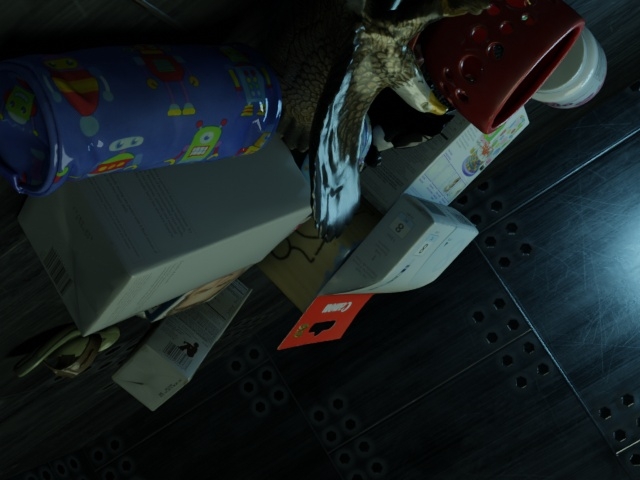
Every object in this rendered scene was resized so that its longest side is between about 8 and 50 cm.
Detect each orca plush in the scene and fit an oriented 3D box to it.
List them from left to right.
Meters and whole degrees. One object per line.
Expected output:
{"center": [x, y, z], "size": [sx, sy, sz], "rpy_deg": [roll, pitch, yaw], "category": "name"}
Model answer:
{"center": [0.085, -0.182, 1.145], "size": [0.151, 0.102, 0.287], "rpy_deg": [-50, -166, 16], "category": "orca plush"}

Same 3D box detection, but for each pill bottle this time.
{"center": [0.452, -0.340, 1.548], "size": [0.160, 0.160, 0.283], "rpy_deg": [-36, 169, 23], "category": "pill bottle"}

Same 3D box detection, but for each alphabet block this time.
{"center": [0.000, 0.000, 1.595], "size": [0.193, 0.197, 0.192], "rpy_deg": [-16, 146, -54], "category": "alphabet block"}

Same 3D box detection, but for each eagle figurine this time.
{"center": [0.035, -0.173, 0.849], "size": [0.298, 0.225, 0.226], "rpy_deg": [-44, 177, 23], "category": "eagle figurine"}

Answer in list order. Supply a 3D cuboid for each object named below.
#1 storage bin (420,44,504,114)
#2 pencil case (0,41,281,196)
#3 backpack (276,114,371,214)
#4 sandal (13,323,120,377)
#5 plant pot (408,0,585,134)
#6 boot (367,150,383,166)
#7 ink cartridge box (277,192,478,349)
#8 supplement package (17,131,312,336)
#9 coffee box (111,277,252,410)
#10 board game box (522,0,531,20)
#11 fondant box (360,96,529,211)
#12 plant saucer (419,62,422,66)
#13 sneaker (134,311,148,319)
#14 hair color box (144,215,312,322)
{"center": [0.220, -0.276, 1.365], "size": [0.180, 0.084, 0.122], "rpy_deg": [-24, 168, -36], "category": "storage bin"}
{"center": [-0.174, -0.119, 0.777], "size": [0.306, 0.119, 0.133], "rpy_deg": [-21, 149, -50], "category": "pencil case"}
{"center": [-0.003, -0.145, 1.129], "size": [0.117, 0.158, 0.173], "rpy_deg": [-28, 161, -51], "category": "backpack"}
{"center": [-0.493, 0.228, 1.646], "size": [0.120, 0.086, 0.303], "rpy_deg": [-35, 170, 18], "category": "sandal"}
{"center": [0.220, -0.264, 1.071], "size": [0.191, 0.174, 0.191], "rpy_deg": [-44, 166, -14], "category": "plant pot"}
{"center": [0.210, -0.211, 1.649], "size": [0.248, 0.090, 0.207], "rpy_deg": [-32, 169, -15], "category": "boot"}
{"center": [0.120, 0.089, 1.585], "size": [0.385, 0.091, 0.308], "rpy_deg": [-51, 160, 14], "category": "ink cartridge box"}
{"center": [-0.183, -0.037, 1.002], "size": [0.293, 0.177, 0.175], "rpy_deg": [-23, 167, -41], "category": "supplement package"}
{"center": [-0.286, 0.190, 1.703], "size": [0.168, 0.119, 0.297], "rpy_deg": [-41, -169, 40], "category": "coffee box"}
{"center": [0.288, -0.365, 1.176], "size": [0.092, 0.043, 0.181], "rpy_deg": [-18, 169, -19], "category": "board game box"}
{"center": [0.246, -0.178, 1.578], "size": [0.330, 0.096, 0.238], "rpy_deg": [-45, 157, 7], "category": "fondant box"}
{"center": [0.085, -0.250, 1.226], "size": [0.168, 0.029, 0.168], "rpy_deg": [-31, 172, -5], "category": "plant saucer"}
{"center": [-0.368, 0.123, 1.646], "size": [0.071, 0.068, 0.170], "rpy_deg": [0, 179, 3], "category": "sneaker"}
{"center": [-0.180, 0.008, 1.472], "size": [0.347, 0.105, 0.174], "rpy_deg": [-38, 169, 34], "category": "hair color box"}
